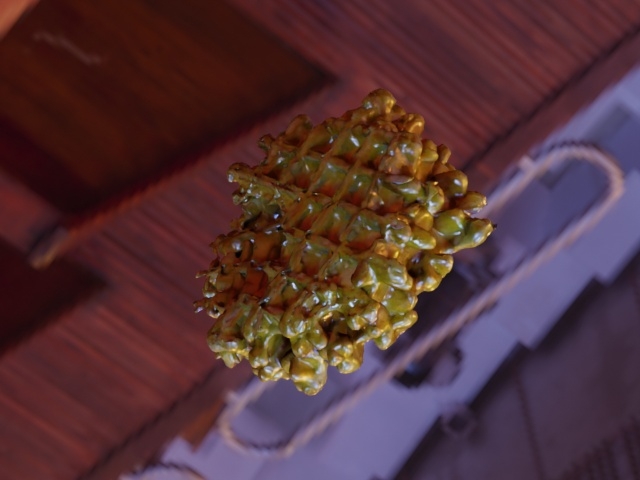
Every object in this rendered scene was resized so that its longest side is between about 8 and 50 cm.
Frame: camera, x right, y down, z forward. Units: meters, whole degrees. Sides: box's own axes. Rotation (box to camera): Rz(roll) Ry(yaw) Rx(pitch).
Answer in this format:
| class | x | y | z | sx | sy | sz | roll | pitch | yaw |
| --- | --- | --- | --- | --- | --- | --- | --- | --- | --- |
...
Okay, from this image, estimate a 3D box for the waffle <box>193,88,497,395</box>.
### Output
| class | x | y | z | sx | sy | sz | roll | pitch | yaw |
| --- | --- | --- | --- | --- | --- | --- | --- | --- | --- |
| waffle | 0.000 | 0.000 | 1.228 | 0.197 | 0.070 | 0.193 | -40 | -141 | 9 |
